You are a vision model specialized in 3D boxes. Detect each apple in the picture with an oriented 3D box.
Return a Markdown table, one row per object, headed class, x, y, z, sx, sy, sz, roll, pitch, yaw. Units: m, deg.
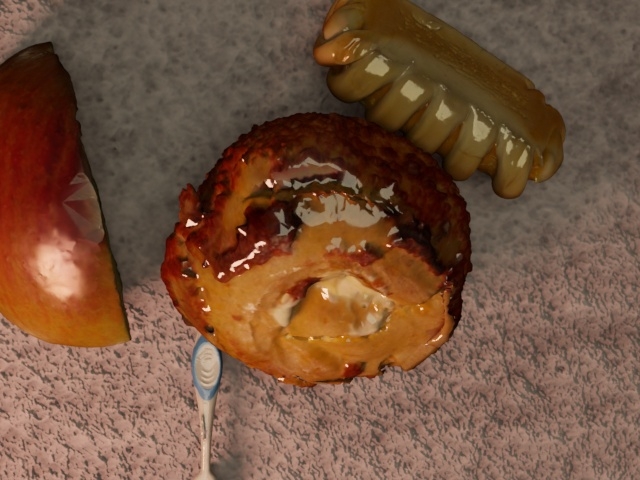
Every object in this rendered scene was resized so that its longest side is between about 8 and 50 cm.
| class | x | y | z | sx | sy | sz | roll | pitch | yaw |
| --- | --- | --- | --- | --- | --- | --- | --- | --- | --- |
| apple | -0.303 | -0.044 | 1.604 | 0.254 | 0.179 | 0.346 | -9 | 97 | 33 |

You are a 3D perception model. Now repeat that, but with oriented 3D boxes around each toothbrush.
| class | x | y | z | sx | sy | sz | roll | pitch | yaw |
| --- | --- | --- | --- | --- | --- | --- | --- | --- | --- |
| toothbrush | -0.132 | 0.136 | 1.695 | 0.040 | 0.040 | 0.386 | 0 | 95 | -6 |

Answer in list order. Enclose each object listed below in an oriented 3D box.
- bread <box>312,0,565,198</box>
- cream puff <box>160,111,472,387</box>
| class | x | y | z | sx | sy | sz | roll | pitch | yaw |
| --- | --- | --- | --- | --- | --- | --- | --- | --- | --- |
| bread | 0.132 | -0.158 | 1.636 | 0.311 | 0.173 | 0.121 | 34 | 124 | -8 |
| cream puff | 0.000 | -0.003 | 1.588 | 0.350 | 0.229 | 0.350 | -3 | 138 | -2 |
